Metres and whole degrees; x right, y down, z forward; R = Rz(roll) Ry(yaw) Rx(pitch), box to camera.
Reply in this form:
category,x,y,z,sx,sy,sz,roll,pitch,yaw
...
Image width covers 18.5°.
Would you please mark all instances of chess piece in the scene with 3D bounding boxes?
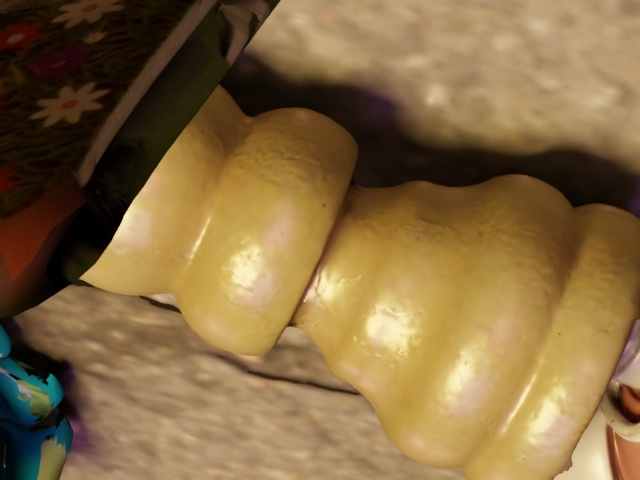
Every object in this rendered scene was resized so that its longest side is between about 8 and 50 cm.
category,x,y,z,sx,sy,sz,roll,pitch,yaw
chess piece,0.000,0.000,0.561,0.170,0.094,0.094,26,143,-5

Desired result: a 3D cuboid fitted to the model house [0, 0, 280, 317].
category,x,y,z,sx,sy,sz,roll,pitch,yaw
model house,-0.163,-0.093,0.405,0.294,0.207,0.154,-3,125,25

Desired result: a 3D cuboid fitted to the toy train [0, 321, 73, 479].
category,x,y,z,sx,sy,sz,roll,pitch,yaw
toy train,-0.157,0.046,0.679,0.099,0.072,0.188,4,144,23

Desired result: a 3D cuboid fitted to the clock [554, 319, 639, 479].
category,x,y,z,sx,sy,sz,roll,pitch,yaw
clock,0.154,0.061,0.583,0.162,0.092,0.166,25,144,-11
